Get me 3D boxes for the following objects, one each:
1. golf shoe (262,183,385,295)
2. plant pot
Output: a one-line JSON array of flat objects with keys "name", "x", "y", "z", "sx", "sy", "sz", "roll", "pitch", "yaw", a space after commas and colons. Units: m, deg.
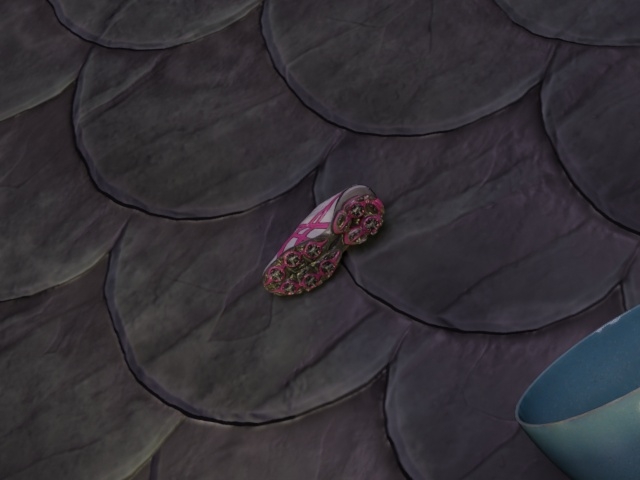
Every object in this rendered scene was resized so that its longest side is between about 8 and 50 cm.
[{"name": "golf shoe", "x": 0.000, "y": 0.000, "z": 1.700, "sx": 0.186, "sy": 0.067, "sz": 0.086, "roll": -38, "pitch": 26, "yaw": 2}, {"name": "plant pot", "x": 0.377, "y": 0.188, "z": 1.367, "sx": 0.290, "sy": 0.290, "sz": 0.195, "roll": -33, "pitch": 94, "yaw": 0}]
